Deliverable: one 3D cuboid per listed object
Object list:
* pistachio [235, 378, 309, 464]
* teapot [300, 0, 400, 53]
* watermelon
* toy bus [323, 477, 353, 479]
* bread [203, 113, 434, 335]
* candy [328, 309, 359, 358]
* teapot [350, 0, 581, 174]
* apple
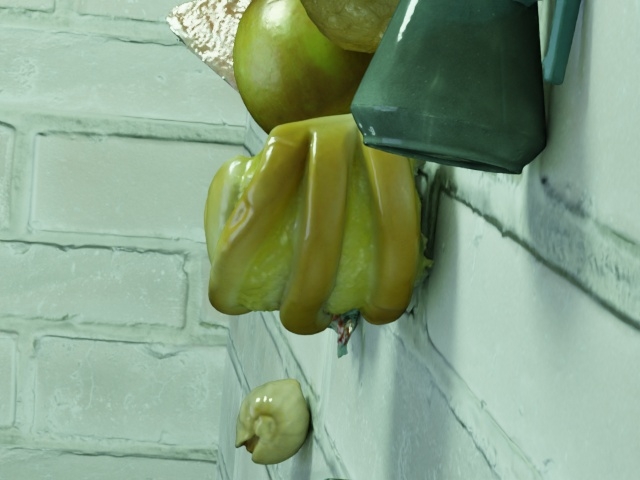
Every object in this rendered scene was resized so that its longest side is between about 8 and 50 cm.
[{"bbox_3d":[-0.072,0.292,2.666,0.145,0.117,0.200,-49,-11,-17],"label":"pistachio"},{"bbox_3d":[0.071,-0.330,1.845,0.203,0.167,0.311,1,-104,-56],"label":"teapot"},{"bbox_3d":[-0.035,-0.252,2.236,0.250,0.293,0.283,19,101,60],"label":"watermelon"},{"bbox_3d":[0.018,0.418,2.101,0.109,0.091,0.261,-88,8,-58],"label":"toy bus"},{"bbox_3d":[0.000,0.000,1.866,0.315,0.270,0.211,106,150,-63],"label":"bread"},{"bbox_3d":[0.022,0.047,2.318,0.292,0.059,0.086,-95,11,-49],"label":"candy"},{"bbox_3d":[0.135,-0.177,1.427,0.203,0.171,0.225,11,91,49],"label":"teapot"},{"bbox_3d":[0.001,-0.208,2.027,0.237,0.237,0.207,112,152,-64],"label":"apple"}]
